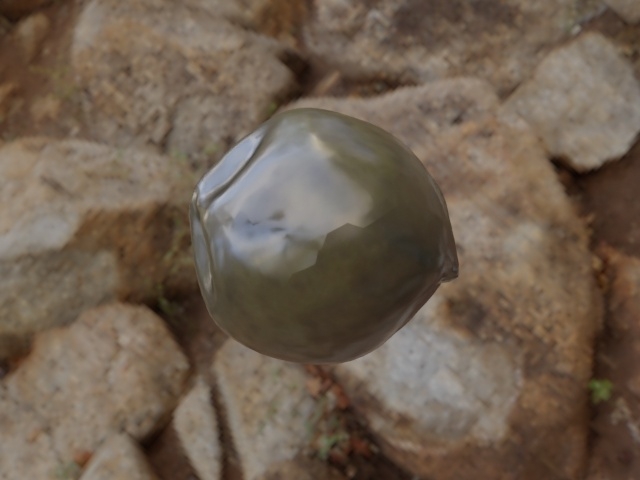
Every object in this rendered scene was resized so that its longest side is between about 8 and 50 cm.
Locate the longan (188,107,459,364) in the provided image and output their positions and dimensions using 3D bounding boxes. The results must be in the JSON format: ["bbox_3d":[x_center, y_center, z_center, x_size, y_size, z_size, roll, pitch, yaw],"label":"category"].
[{"bbox_3d":[0.000,0.000,1.508,0.288,0.288,0.350,-49,6,-1],"label":"longan"}]
